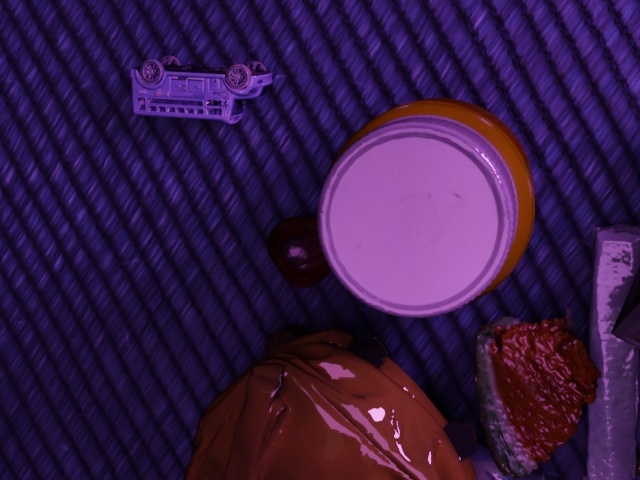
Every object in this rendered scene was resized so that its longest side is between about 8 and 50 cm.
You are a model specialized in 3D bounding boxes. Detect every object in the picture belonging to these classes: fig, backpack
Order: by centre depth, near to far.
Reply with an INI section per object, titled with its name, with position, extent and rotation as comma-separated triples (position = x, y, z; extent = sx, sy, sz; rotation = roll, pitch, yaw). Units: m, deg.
[backpack]
position = -0.005, 0.291, 1.578
extent = 0.353, 0.201, 0.378
rotation = 50, 120, 8
[fig]
position = 0.000, 0.000, 1.608
extent = 0.125, 0.089, 0.089
rotation = -29, 92, -12

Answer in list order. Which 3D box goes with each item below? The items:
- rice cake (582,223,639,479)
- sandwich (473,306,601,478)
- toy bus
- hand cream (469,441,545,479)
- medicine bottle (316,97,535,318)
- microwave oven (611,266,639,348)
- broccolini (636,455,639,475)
[rice cake]
position = 0.346, 0.149, 1.557
extent = 0.066, 0.063, 0.337
rotation = 3, 99, 15
[sandwich]
position = 0.259, 0.174, 1.543
extent = 0.159, 0.109, 0.185
rotation = -11, 102, 31
[toy bus]
position = -0.143, -0.183, 1.606
extent = 0.167, 0.073, 0.076
rotation = 5, 103, 15
[hand cream]
position = 0.172, 0.274, 1.627
extent = 0.256, 0.055, 0.088
rotation = 22, 110, 15
[medicine bottle]
position = 0.116, -0.039, 1.407
extent = 0.224, 0.384, 0.225
rotation = 1, 96, 9
[microwave oven]
position = 0.568, 0.042, 1.341
extent = 0.432, 0.236, 0.374
rotation = 26, 75, 8
[broccolini]
position = 0.493, 0.216, 1.545
extent = 0.271, 0.062, 0.123
rotation = -19, 86, 17
